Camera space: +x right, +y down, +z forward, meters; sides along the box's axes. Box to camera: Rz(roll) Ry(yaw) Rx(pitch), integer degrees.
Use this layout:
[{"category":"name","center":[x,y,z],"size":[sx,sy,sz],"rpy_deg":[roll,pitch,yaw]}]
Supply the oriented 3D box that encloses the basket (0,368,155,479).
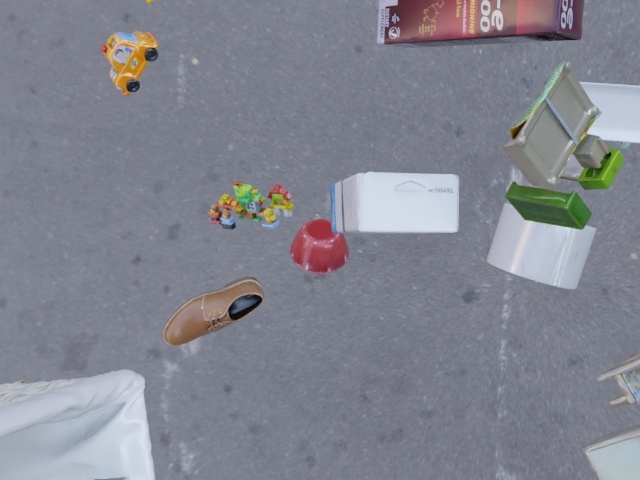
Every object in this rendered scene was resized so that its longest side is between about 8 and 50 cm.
[{"category":"basket","center":[-0.348,0.315,0.609],"size":[0.266,0.331,0.329],"rpy_deg":[-5,89,15]}]

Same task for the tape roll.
[{"category":"tape roll","center":[0.585,0.011,1.724],"size":[0.246,0.246,0.169],"rpy_deg":[18,98,19]}]

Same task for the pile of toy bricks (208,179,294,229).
[{"category":"pile of toy bricks","center":[-0.182,-0.098,1.572],"size":[0.212,0.118,0.105],"rpy_deg":[7,125,28]}]

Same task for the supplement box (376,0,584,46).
[{"category":"supplement box","center":[0.183,-0.299,0.763],"size":[0.239,0.073,0.130],"rpy_deg":[10,105,40]}]

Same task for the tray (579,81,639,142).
[{"category":"tray","center":[0.747,-0.330,1.662],"size":[0.270,0.030,0.145],"rpy_deg":[8,115,15]}]

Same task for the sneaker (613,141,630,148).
[{"category":"sneaker","center":[0.874,-0.316,1.751],"size":[0.094,0.151,0.256],"rpy_deg":[-25,33,-19]}]

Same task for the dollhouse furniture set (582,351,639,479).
[{"category":"dollhouse furniture set","center":[0.787,0.409,1.367],"size":[0.256,0.394,0.362],"rpy_deg":[-43,66,45]}]

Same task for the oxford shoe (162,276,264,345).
[{"category":"oxford shoe","center":[-0.204,0.141,1.228],"size":[0.212,0.076,0.076],"rpy_deg":[-30,116,-6]}]

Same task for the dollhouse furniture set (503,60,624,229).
[{"category":"dollhouse furniture set","center":[0.448,-0.188,1.295],"size":[0.151,0.301,0.198],"rpy_deg":[20,74,53]}]

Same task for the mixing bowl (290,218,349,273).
[{"category":"mixing bowl","center":[0.000,0.000,1.931],"size":[0.181,0.098,0.181],"rpy_deg":[2,46,-2]}]

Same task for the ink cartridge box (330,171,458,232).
[{"category":"ink cartridge box","center":[0.105,-0.052,0.983],"size":[0.148,0.203,0.086],"rpy_deg":[0,91,-9]}]

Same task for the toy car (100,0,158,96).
[{"category":"toy car","center":[-0.178,-0.186,0.579],"size":[0.060,0.040,0.122],"rpy_deg":[-41,47,27]}]
